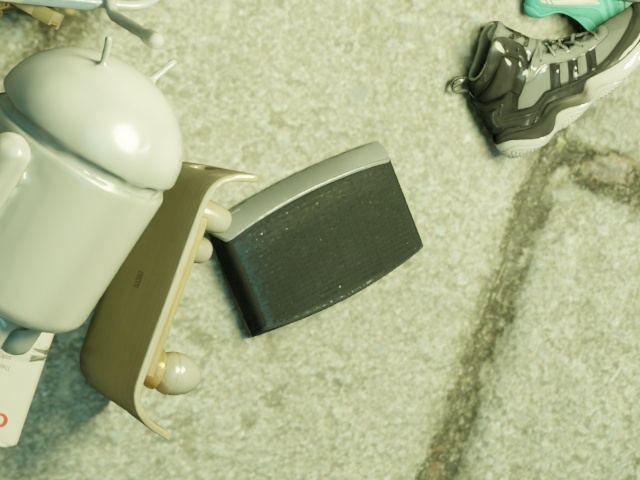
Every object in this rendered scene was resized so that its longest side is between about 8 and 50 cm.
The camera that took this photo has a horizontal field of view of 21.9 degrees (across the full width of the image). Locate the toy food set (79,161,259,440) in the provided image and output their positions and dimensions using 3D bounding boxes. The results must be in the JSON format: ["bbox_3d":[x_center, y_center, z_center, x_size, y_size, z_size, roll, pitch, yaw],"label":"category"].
[{"bbox_3d":[-0.167,0.058,1.877,0.092,0.219,0.306,21,88,-24],"label":"toy food set"}]

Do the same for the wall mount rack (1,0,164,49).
[{"bbox_3d":[-0.307,-0.296,1.749,0.350,0.130,0.304,2,56,-24],"label":"wall mount rack"}]

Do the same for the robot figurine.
[{"bbox_3d":[-0.273,-0.048,1.673,0.200,0.300,0.353,37,101,11],"label":"robot figurine"}]

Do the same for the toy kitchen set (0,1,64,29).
[{"bbox_3d":[-0.336,-0.241,1.850,0.083,0.068,0.075,29,96,9],"label":"toy kitchen set"}]

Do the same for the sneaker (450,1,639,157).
[{"bbox_3d":[0.291,-0.235,2.070,0.268,0.101,0.153,-41,108,14],"label":"sneaker"}]

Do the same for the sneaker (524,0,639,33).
[{"bbox_3d":[0.387,-0.297,2.153,0.275,0.107,0.110,18,109,-20],"label":"sneaker"}]

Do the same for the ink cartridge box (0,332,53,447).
[{"bbox_3d":[-0.399,0.069,1.834,0.198,0.115,0.273,19,89,-25],"label":"ink cartridge box"}]

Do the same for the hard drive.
[{"bbox_3d":[0.000,0.000,2.033,0.254,0.054,0.172,-27,107,-18],"label":"hard drive"}]
